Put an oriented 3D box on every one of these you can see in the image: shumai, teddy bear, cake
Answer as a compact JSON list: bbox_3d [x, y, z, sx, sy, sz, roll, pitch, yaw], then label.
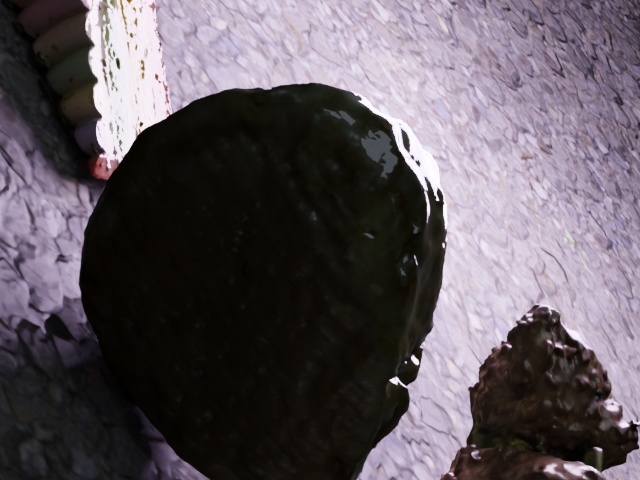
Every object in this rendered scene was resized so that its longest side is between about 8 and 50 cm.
[{"bbox_3d":[0.000,0.000,1.430,0.292,0.330,0.288,36,33,20],"label":"shumai"},{"bbox_3d":[0.214,0.232,1.604,0.296,0.222,0.246,46,-2,12],"label":"teddy bear"},{"bbox_3d":[-0.175,-0.150,1.590,0.109,0.090,0.225,11,50,-58],"label":"cake"}]
